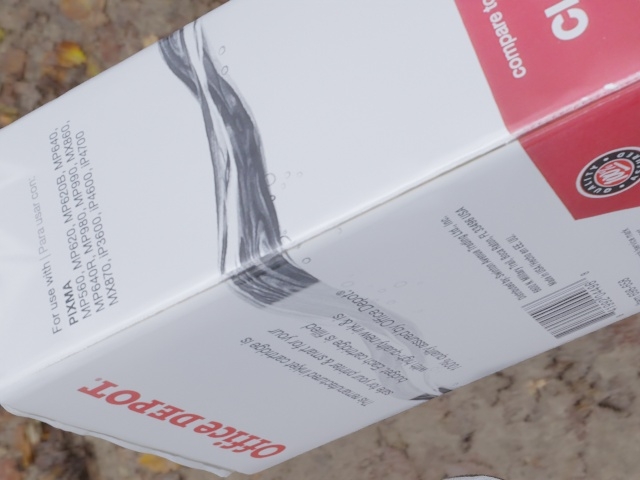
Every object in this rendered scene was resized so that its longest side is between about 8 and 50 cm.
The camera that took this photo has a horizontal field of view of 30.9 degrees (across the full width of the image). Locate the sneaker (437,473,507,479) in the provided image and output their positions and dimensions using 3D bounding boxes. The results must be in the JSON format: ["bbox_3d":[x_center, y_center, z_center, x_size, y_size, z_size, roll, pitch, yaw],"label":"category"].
[{"bbox_3d":[0.152,0.321,1.114,0.296,0.178,0.123,3,103,48],"label":"sneaker"}]

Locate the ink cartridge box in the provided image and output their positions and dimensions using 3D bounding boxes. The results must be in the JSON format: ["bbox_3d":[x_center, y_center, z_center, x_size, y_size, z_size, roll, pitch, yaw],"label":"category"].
[{"bbox_3d":[0.023,-0.013,0.477,0.273,0.197,0.114,-26,61,16],"label":"ink cartridge box"}]
